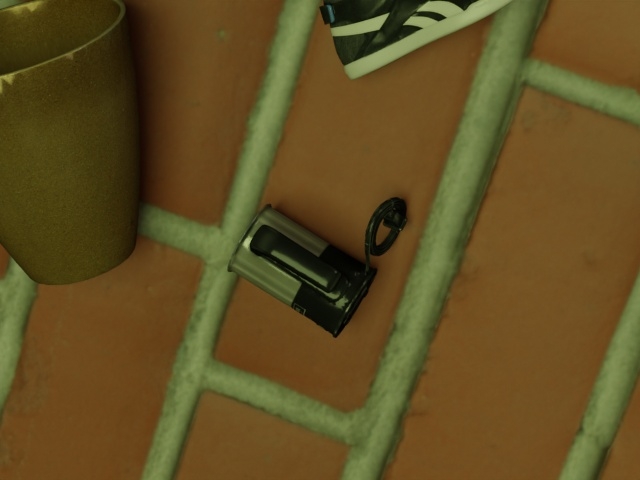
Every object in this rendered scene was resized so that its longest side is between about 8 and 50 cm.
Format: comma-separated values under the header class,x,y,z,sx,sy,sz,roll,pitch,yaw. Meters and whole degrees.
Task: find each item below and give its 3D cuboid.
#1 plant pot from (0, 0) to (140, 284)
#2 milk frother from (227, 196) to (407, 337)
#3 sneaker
class,x,y,z,sx,sy,sz,roll,pitch,yaw
plant pot,-0.281,-0.091,1.860,0.237,0.237,0.254,-6,115,17
milk frother,0.000,0.000,1.866,0.135,0.129,0.143,32,66,6
sneaker,0.094,-0.253,1.779,0.217,0.079,0.121,-25,97,21
